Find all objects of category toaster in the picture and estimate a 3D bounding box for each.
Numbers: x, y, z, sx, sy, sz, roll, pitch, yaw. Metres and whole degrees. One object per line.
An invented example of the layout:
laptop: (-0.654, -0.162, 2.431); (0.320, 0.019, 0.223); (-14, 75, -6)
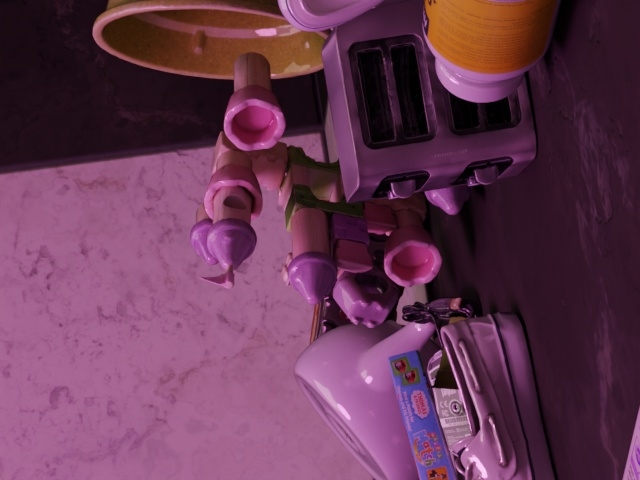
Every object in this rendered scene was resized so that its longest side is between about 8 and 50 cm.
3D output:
toaster: (0.095, -0.133, 1.129); (0.110, 0.168, 0.185); (150, 111, -83)

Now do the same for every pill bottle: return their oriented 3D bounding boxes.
pill bottle: (0.130, -0.185, 0.948); (0.184, 0.103, 0.103); (90, 171, -61)

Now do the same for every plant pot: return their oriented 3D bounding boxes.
plant pot: (0.163, 0.123, 1.361); (0.083, 0.083, 0.079); (119, 155, -84)
plant pot: (-0.108, -0.340, 1.423); (0.276, 0.276, 0.254); (111, 163, -82)

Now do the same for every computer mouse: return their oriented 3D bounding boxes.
computer mouse: (0.160, 0.160, 1.478); (0.106, 0.042, 0.193); (-15, 87, 41)

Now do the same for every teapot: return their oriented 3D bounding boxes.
teapot: (0.100, 0.197, 1.668); (0.252, 0.187, 0.256); (56, 168, -22)

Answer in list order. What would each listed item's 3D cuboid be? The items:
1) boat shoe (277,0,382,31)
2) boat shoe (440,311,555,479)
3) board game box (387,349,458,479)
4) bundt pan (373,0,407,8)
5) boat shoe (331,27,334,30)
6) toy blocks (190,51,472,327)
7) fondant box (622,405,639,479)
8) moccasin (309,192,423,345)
boat shoe: (0.063, -0.251, 1.025); (0.083, 0.226, 0.076); (50, 179, -21)
boat shoe: (0.172, 0.203, 1.223); (0.096, 0.088, 0.267); (101, 161, -78)
board game box: (0.122, 0.244, 1.317); (0.160, 0.039, 0.211); (72, -176, -53)
bundt pan: (0.072, -0.322, 1.400); (0.331, 0.124, 0.331); (172, 90, -87)
boat shoe: (0.023, -0.403, 2.175); (0.258, 0.095, 0.084); (-133, 40, -85)
toy blocks: (0.000, 0.000, 1.418); (0.260, 0.288, 0.309); (-96, 22, -50)
fondant box: (0.205, 0.088, 0.448); (0.330, 0.096, 0.238); (85, 175, -46)
moccasin: (0.070, 0.051, 1.812); (0.147, 0.139, 0.380); (-59, -23, -71)
